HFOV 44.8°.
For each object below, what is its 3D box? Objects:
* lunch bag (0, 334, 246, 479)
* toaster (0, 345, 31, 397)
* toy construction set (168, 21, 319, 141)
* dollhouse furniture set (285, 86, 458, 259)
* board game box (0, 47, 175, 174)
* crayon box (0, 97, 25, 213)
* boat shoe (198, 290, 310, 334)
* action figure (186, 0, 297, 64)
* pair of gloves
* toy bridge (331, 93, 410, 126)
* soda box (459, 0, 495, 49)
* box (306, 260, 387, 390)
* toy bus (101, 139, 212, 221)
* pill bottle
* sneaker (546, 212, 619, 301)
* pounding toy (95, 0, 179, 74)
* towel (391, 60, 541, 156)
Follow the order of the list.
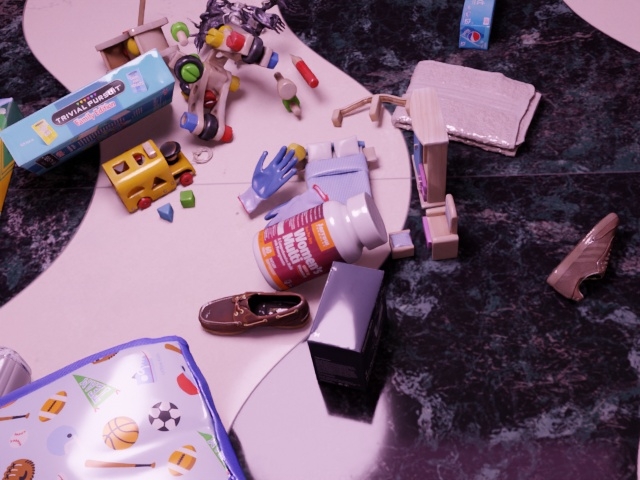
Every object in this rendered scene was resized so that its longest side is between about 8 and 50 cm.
[{"bbox_3d":[-0.321,0.358,1.168,0.386,0.239,0.327,-29,55,-3],"label":"lunch bag"},{"bbox_3d":[-0.602,0.261,1.335,0.227,0.129,0.146,4,54,12],"label":"toaster"},{"bbox_3d":[-0.187,-0.374,1.681,0.309,0.257,0.237,-5,40,-21],"label":"toy construction set"},{"bbox_3d":[0.085,-0.115,1.456,0.304,0.198,0.286,-8,55,3],"label":"dollhouse furniture set"},{"bbox_3d":[-0.465,-0.256,1.589,0.336,0.254,0.079,-31,97,-10],"label":"board game box"},{"bbox_3d":[-0.775,-0.159,1.674,0.203,0.083,0.322,-5,56,5],"label":"crayon box"},{"bbox_3d":[-0.123,0.122,1.398,0.207,0.073,0.073,-6,60,5],"label":"boat shoe"},{"bbox_3d":[-0.189,-0.491,1.794,0.276,0.141,0.164,-2,60,39],"label":"action figure"},{"bbox_3d":[-0.077,-0.084,1.508,0.159,0.023,0.198,-44,64,17],"label":"pair of gloves"},{"bbox_3d":[0.117,-0.281,1.641,0.188,0.026,0.063,-5,49,24],"label":"toy bridge"},{"bbox_3d":[0.366,-0.537,1.783,0.067,0.071,0.210,9,57,12],"label":"soda box"},{"bbox_3d":[0.049,0.146,1.306,0.093,0.158,0.156,11,59,15],"label":"box"},{"bbox_3d":[-0.344,-0.153,1.597,0.191,0.104,0.202,6,57,11],"label":"toy bus"},{"bbox_3d":[0.000,0.000,1.394,0.221,0.121,0.121,-23,54,15],"label":"pill bottle"},{"bbox_3d":[0.486,0.033,1.392,0.071,0.066,0.188,43,75,12],"label":"sneaker"},{"bbox_3d":[-0.436,-0.468,1.765,0.154,0.154,0.269,-26,18,-17],"label":"pounding toy"},{"bbox_3d":[0.306,-0.282,1.631,0.282,0.049,0.187,16,59,18],"label":"towel"}]
